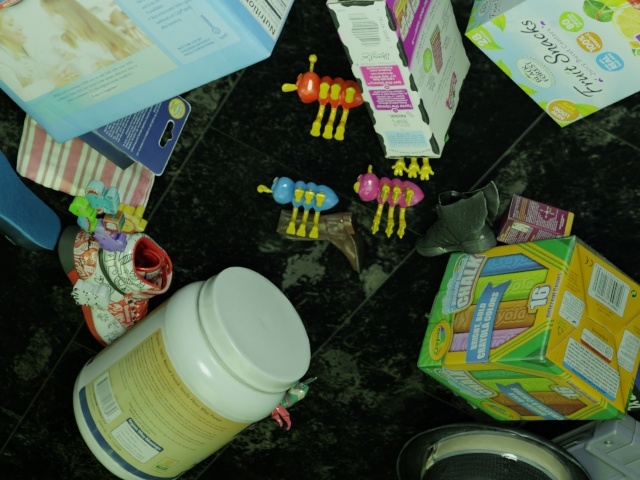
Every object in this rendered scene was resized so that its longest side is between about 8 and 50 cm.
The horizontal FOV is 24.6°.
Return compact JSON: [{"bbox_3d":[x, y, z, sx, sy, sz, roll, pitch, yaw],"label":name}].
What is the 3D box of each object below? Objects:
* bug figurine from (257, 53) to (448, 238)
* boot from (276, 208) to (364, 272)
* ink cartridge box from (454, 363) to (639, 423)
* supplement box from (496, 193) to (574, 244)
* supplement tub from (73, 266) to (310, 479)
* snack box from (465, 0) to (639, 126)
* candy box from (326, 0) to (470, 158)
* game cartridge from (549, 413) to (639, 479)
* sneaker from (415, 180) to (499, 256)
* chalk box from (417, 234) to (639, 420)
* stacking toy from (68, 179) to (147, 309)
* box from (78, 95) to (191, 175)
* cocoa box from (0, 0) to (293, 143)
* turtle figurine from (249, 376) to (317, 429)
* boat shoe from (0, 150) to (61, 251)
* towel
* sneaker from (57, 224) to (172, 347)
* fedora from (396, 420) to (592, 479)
[{"bbox_3d":[0.042,-0.109,1.860,0.216,0.072,0.279,14,138,-3],"label":"bug figurine"},{"bbox_3d":[0.000,0.000,2.041,0.114,0.037,0.106,0,126,19],"label":"boot"},{"bbox_3d":[0.354,0.178,2.093,0.371,0.069,0.176,-13,133,32],"label":"ink cartridge box"},{"bbox_3d":[0.277,-0.017,1.893,0.083,0.043,0.055,19,145,0],"label":"supplement box"},{"bbox_3d":[-0.191,0.201,2.180,0.228,0.228,0.316,39,122,-24],"label":"supplement tub"},{"bbox_3d":[0.293,-0.232,1.598,0.174,0.070,0.207,38,141,-24],"label":"snack box"},{"bbox_3d":[0.091,-0.226,1.621,0.071,0.159,0.233,1,138,25],"label":"candy box"},{"bbox_3d":[0.433,0.397,2.333,0.230,0.068,0.355,36,140,-15],"label":"game cartridge"},{"bbox_3d":[0.175,-0.028,1.918,0.170,0.051,0.089,-1,117,53],"label":"sneaker"},{"bbox_3d":[0.257,0.123,1.927,0.180,0.179,0.289,33,153,-31],"label":"chalk box"},{"bbox_3d":[-0.292,-0.034,1.978,0.052,0.167,0.221,11,140,9],"label":"stacking toy"},{"bbox_3d":[-0.277,-0.184,1.851,0.225,0.136,0.036,36,139,-21],"label":"box"},{"bbox_3d":[-0.213,-0.297,1.606,0.347,0.228,0.231,-17,130,38],"label":"cocoa box"},{"bbox_3d":[-0.122,0.241,2.340,0.175,0.118,0.234,36,145,-21],"label":"turtle figurine"},{"bbox_3d":[-0.486,-0.061,2.123,0.089,0.109,0.258,-5,135,33],"label":"boat shoe"},{"bbox_3d":[-0.332,-0.103,2.065,0.197,0.029,0.144,22,142,-3],"label":"towel"},{"bbox_3d":[-0.286,0.084,2.227,0.145,0.090,0.270,4,138,24],"label":"sneaker"},{"bbox_3d":[0.257,0.419,2.264,0.334,0.152,0.334,13,144,9],"label":"fedora"}]
